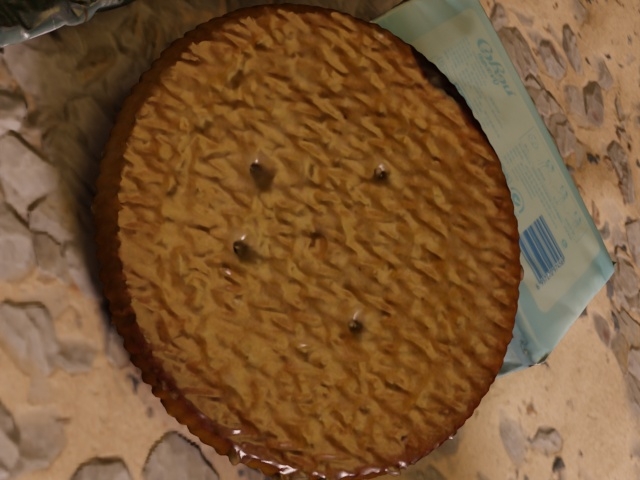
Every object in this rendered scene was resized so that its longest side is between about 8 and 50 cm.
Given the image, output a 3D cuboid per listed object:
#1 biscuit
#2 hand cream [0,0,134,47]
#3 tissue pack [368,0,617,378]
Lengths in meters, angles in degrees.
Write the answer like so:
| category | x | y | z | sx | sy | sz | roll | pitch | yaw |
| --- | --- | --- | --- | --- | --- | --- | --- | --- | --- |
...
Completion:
| category | x | y | z | sx | sy | sz | roll | pitch | yaw |
| --- | --- | --- | --- | --- | --- | --- | --- | --- | --- |
| biscuit | 0.000 | 0.000 | 0.834 | 0.305 | 0.038 | 0.305 | 8 | 75 | -32 |
| hand cream | -0.167 | -0.148 | 0.750 | 0.248 | 0.052 | 0.075 | -26 | 92 | -53 |
| tissue pack | 0.104 | -0.049 | 1.005 | 0.263 | 0.089 | 0.177 | 60 | 37 | -6 |
